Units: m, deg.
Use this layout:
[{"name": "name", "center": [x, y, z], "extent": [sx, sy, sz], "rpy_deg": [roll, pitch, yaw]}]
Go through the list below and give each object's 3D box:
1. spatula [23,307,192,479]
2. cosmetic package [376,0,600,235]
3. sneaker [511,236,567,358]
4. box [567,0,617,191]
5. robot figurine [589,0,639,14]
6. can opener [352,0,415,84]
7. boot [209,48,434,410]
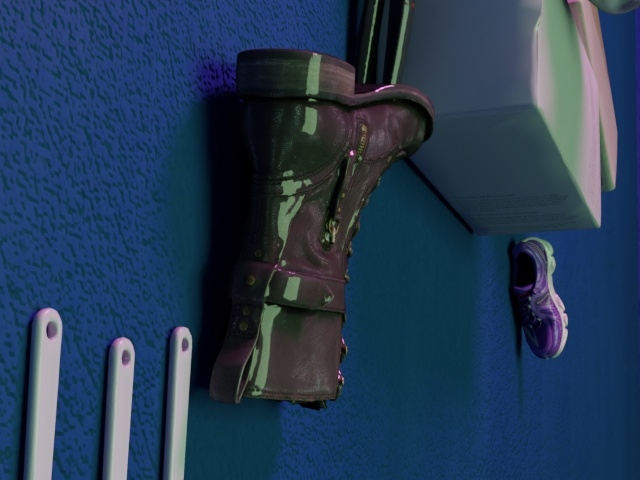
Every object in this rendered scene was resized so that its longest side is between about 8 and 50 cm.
[{"name": "spatula", "center": [-0.104, 0.158, 0.498], "extent": [0.168, 0.019, 0.242], "rpy_deg": [22, 68, -64]}, {"name": "cosmetic package", "center": [0.188, -0.147, 1.033], "extent": [0.365, 0.155, 0.197], "rpy_deg": [36, 55, -60]}, {"name": "sneaker", "center": [0.287, 0.082, 1.379], "extent": [0.071, 0.068, 0.170], "rpy_deg": [-13, 92, -51]}, {"name": "box", "center": [0.288, -0.205, 1.285], "extent": [0.311, 0.147, 0.121], "rpy_deg": [66, 31, -44]}, {"name": "robot figurine", "center": [0.268, -0.364, 0.981], "extent": [0.199, 0.353, 0.300], "rpy_deg": [-39, 159, -15]}, {"name": "can opener", "center": [0.058, -0.201, 0.856], "extent": [0.073, 0.059, 0.186], "rpy_deg": [32, 58, -63]}, {"name": "boot", "center": [0.000, 0.000, 0.694], "extent": [0.263, 0.091, 0.229], "rpy_deg": [3, 90, -63]}]
